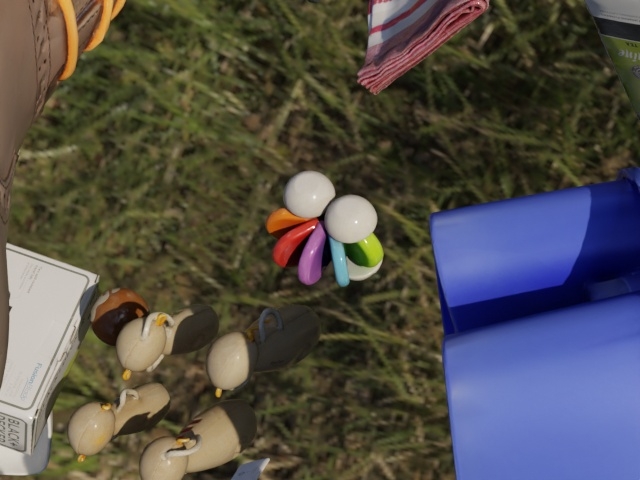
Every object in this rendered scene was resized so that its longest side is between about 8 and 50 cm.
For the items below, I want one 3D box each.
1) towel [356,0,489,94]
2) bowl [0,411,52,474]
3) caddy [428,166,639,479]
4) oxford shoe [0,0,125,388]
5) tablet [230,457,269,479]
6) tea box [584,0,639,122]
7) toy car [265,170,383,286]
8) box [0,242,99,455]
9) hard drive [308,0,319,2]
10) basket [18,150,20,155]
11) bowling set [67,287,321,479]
[{"bbox_3d":[0.138,-0.373,1.637,0.237,0.037,0.329,-33,42,48],"label":"towel"},{"bbox_3d":[-0.372,0.195,1.452,0.053,0.142,0.142,-83,-2,-64],"label":"bowl"},{"bbox_3d":[0.171,0.118,0.787,0.179,0.341,0.241,-6,40,6],"label":"caddy"},{"bbox_3d":[-0.101,-0.100,0.397,0.130,0.132,0.364,121,146,-55],"label":"oxford shoe"},{"bbox_3d":[-0.114,0.361,1.974,0.054,0.083,0.006,-18,101,19],"label":"tablet"},{"bbox_3d":[0.513,-0.266,1.442,0.329,0.323,0.220,16,69,35],"label":"tea box"},{"bbox_3d":[0.000,0.000,1.853,0.182,0.159,0.136,31,66,23],"label":"toy car"},{"bbox_3d":[-0.372,0.071,1.194,0.087,0.290,0.169,111,177,-54],"label":"box"},{"bbox_3d":[-0.062,-0.283,1.220,0.022,0.135,0.094,-50,38,17],"label":"hard drive"},{"bbox_3d":[-0.420,-0.233,1.046,0.328,0.331,0.266,104,164,-71],"label":"basket"},{"bbox_3d":[-0.153,0.134,1.089,0.200,0.154,0.287,33,109,17],"label":"bowling set"}]
